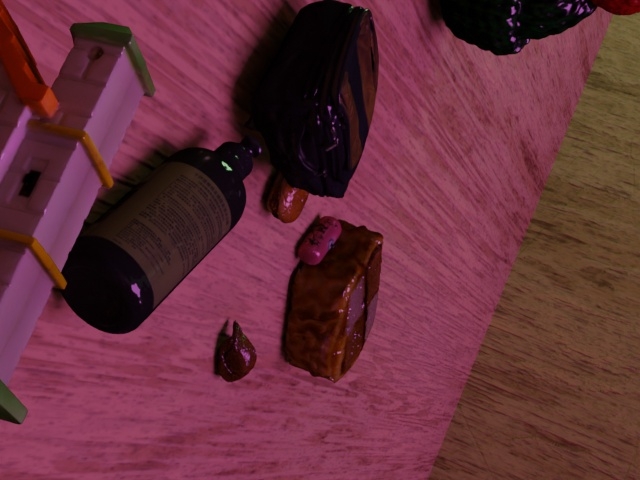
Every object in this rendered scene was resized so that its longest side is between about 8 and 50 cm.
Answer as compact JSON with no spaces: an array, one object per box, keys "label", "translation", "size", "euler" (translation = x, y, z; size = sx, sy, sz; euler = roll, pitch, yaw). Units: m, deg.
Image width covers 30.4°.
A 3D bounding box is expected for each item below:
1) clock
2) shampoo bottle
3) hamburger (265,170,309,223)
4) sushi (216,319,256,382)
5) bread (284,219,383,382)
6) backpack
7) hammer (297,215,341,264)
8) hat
[{"label":"clock","translation":[-0.245,-0.042,0.742],"size":[0.106,0.219,0.255],"euler":[76,32,-61]},{"label":"shampoo bottle","translation":[-0.145,-0.025,1.189],"size":[0.284,0.101,0.101],"euler":[-49,153,-44]},{"label":"hamburger","translation":[-0.038,-0.065,1.525],"size":[0.083,0.044,0.076],"euler":[-64,160,-5]},{"label":"sushi","translation":[-0.109,0.154,1.559],"size":[0.047,0.050,0.099],"euler":[-55,168,-51]},{"label":"bread","translation":[0.024,0.094,1.787],"size":[0.181,0.096,0.222],"euler":[-52,155,-46]},{"label":"backpack","translation":[0.001,-0.154,1.406],"size":[0.258,0.133,0.206],"euler":[72,35,-58]},{"label":"hammer","translation":[0.000,0.000,1.699],"size":[0.083,0.043,0.043],"euler":[-51,154,-38]},{"label":"hat","translation":[0.351,-0.398,1.791],"size":[0.242,0.332,0.274],"euler":[-65,159,-15]}]
